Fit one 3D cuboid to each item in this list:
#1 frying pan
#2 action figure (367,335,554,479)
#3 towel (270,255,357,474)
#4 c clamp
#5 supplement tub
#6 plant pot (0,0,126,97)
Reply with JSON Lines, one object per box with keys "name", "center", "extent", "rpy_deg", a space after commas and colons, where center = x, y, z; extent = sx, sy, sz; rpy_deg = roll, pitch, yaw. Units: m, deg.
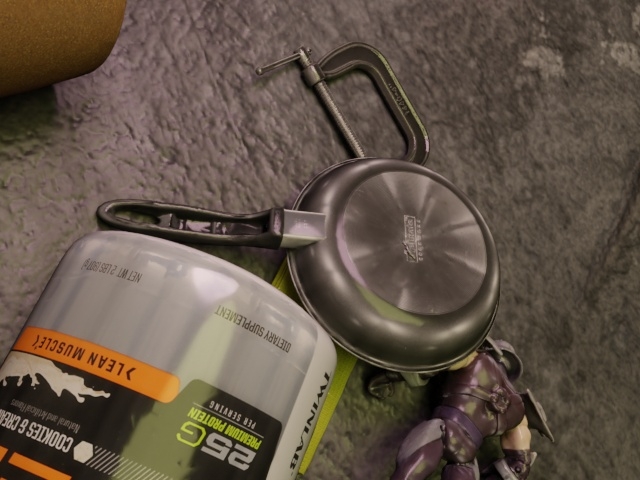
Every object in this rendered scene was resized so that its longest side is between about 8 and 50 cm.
{"name": "frying pan", "center": [0.013, -0.021, 0.609], "extent": [0.326, 0.053, 0.197], "rpy_deg": [30, 57, -6]}
{"name": "action figure", "center": [0.102, 0.175, 0.620], "extent": [0.185, 0.099, 0.285], "rpy_deg": [45, 49, -6]}
{"name": "towel", "center": [0.000, 0.065, 0.627], "extent": [0.102, 0.021, 0.237], "rpy_deg": [35, 66, -17]}
{"name": "c clamp", "center": [0.031, -0.116, 0.684], "extent": [0.137, 0.022, 0.161], "rpy_deg": [-41, 98, -34]}
{"name": "supplement tub", "center": [-0.128, 0.170, 0.437], "extent": [0.193, 0.193, 0.316], "rpy_deg": [30, 67, -20]}
{"name": "plant pot", "center": [-0.254, -0.171, 0.437], "extent": [0.254, 0.237, 0.237], "rpy_deg": [-5, 82, -43]}
